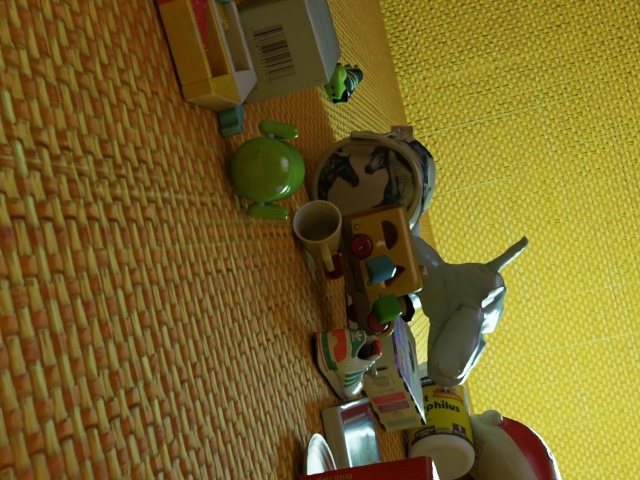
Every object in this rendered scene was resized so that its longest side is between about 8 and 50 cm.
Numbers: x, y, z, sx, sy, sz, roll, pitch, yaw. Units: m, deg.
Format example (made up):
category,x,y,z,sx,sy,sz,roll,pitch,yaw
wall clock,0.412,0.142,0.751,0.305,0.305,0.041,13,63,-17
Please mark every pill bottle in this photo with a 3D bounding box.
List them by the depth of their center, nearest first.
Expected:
category,x,y,z,sx,sy,sz,roll,pitch,yaw
pill bottle,0.213,0.322,1.669,0.215,0.117,0.117,-88,161,-53

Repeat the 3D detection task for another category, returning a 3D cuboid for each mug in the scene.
category,x,y,z,sx,sy,sz,roll,pitch,yaw
mug,-0.003,-0.003,1.169,0.064,0.062,0.078,75,31,-59

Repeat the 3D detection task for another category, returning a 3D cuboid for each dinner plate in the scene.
category,x,y,z,sx,sy,sz,roll,pitch,yaw
dinner plate,0.001,0.273,0.956,0.141,0.017,0.141,-14,90,-78

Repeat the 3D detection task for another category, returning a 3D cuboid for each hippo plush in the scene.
category,x,y,z,sx,sy,sz,roll,pitch,yaw
hippo plush,0.192,0.106,1.627,0.234,0.237,0.294,-55,162,-26

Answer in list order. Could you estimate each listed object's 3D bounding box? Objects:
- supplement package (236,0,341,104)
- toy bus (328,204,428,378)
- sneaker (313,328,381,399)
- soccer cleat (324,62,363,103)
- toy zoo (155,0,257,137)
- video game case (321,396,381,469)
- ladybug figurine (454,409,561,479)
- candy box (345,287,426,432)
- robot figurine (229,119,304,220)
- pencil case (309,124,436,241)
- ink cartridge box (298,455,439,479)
category,x,y,z,sx,sy,sz,roll,pitch,yaw
supplement package,-0.043,-0.244,1.103,0.179,0.105,0.105,-74,148,-67
toy bus,0.087,0.048,1.217,0.202,0.105,0.191,93,-23,-50
sneaker,0.046,0.155,1.154,0.161,0.075,0.057,59,21,-56
soccer cleat,0.039,-0.290,1.697,0.179,0.060,0.072,-30,116,-71
toy zoo,-0.123,-0.247,0.908,0.192,0.030,0.293,-56,131,-75
video game case,0.060,0.344,1.143,0.204,0.025,0.285,25,53,-75
ladybug figurine,0.361,0.517,1.749,0.305,0.162,0.449,-143,-139,-59
candy box,0.102,0.178,1.415,0.196,0.070,0.164,63,17,-48
robot figurine,-0.055,-0.073,0.949,0.115,0.067,0.101,-19,119,-79
pencil case,0.095,-0.094,1.457,0.410,0.160,0.183,-30,114,-78
ink cartridge box,0.055,0.331,0.667,0.272,0.114,0.197,-88,163,-53
